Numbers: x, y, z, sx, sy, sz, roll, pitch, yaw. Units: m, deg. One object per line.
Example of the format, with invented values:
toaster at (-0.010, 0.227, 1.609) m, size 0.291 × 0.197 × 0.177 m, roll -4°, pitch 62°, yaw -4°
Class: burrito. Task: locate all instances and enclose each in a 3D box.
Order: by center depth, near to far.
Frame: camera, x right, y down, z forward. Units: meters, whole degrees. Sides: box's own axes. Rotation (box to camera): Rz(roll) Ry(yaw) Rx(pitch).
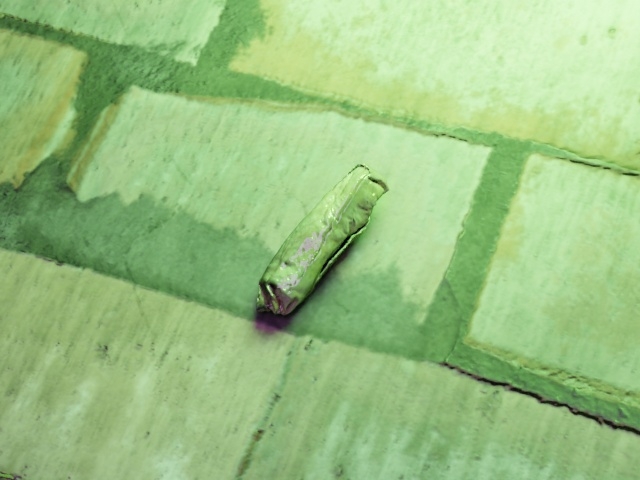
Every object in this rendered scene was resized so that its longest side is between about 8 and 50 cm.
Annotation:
burrito at (0.001, 0.001, 1.459) m, size 0.188 × 0.045 × 0.058 m, roll -49°, pitch 38°, yaw -12°
